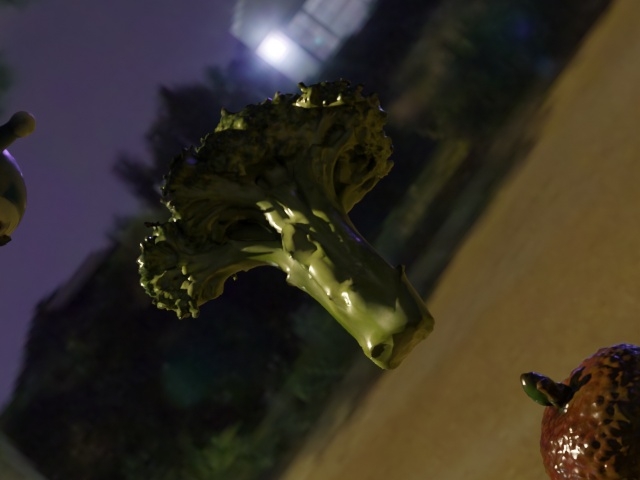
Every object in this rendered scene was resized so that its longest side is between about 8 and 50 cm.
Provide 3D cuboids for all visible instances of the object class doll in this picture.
[{"bbox_3d":[-0.446,-0.082,1.952,0.215,0.161,0.257,-15,-29,-7],"label":"doll"}]

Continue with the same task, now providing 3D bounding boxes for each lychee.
[{"bbox_3d":[0.194,0.123,1.014,0.114,0.146,0.114,-57,11,17],"label":"lychee"}]

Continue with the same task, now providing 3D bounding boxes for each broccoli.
[{"bbox_3d":[0.008,-0.035,2.040,0.275,0.397,0.353,17,-94,-57],"label":"broccoli"}]
